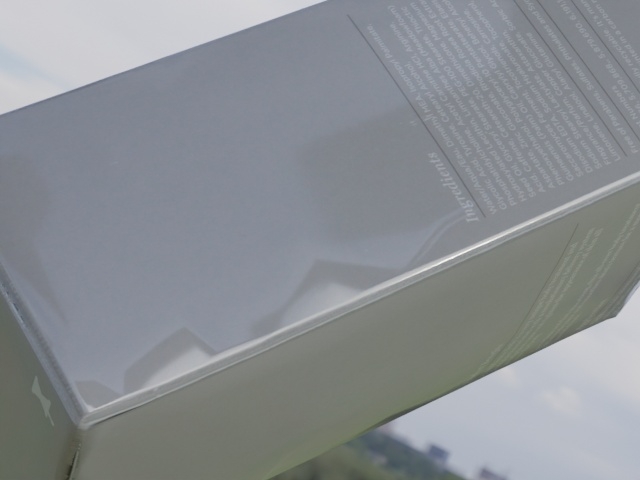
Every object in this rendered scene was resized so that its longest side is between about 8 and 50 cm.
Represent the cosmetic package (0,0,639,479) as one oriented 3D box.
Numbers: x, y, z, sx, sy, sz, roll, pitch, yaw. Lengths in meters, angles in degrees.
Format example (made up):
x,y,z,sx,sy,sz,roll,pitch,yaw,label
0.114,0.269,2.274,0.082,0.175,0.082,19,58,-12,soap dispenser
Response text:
x,y,z,sx,sy,sz,roll,pitch,yaw,label
0.000,0.000,0.557,0.107,0.238,0.127,60,-28,21,cosmetic package
